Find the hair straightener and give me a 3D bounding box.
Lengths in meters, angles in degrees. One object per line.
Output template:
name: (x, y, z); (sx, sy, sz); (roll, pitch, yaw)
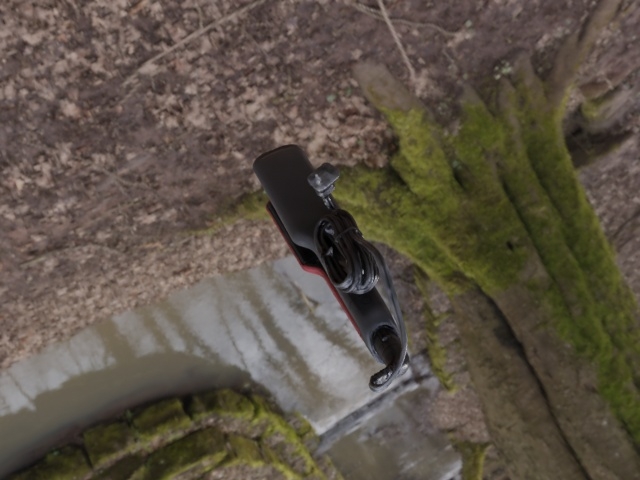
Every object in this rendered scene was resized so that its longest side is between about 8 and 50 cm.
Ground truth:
hair straightener: (0.000, 0.000, 0.460); (0.047, 0.230, 0.089); (-20, 130, -4)
